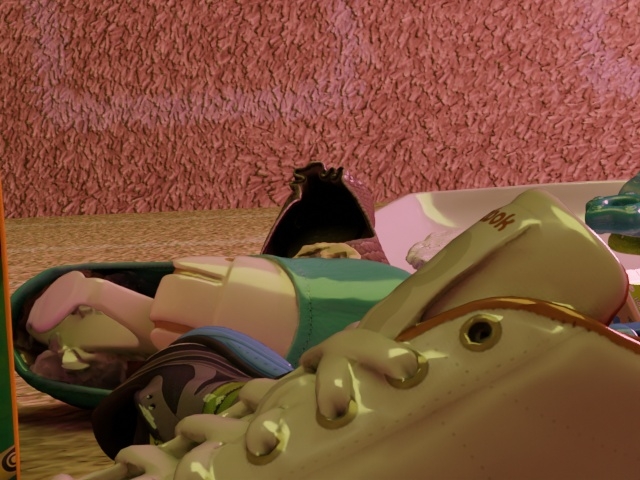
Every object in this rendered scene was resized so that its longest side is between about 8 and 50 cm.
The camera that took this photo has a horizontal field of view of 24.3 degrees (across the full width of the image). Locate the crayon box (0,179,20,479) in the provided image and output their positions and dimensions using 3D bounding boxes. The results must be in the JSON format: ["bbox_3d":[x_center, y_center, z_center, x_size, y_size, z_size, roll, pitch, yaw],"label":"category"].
[{"bbox_3d":[-0.179,0.017,0.633,0.081,0.165,0.278,-5,4,-14],"label":"crayon box"}]

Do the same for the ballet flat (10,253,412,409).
[{"bbox_3d":[-0.064,0.044,0.686,0.247,0.083,0.087,-6,-23,41],"label":"ballet flat"}]

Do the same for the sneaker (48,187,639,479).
[{"bbox_3d":[0.006,0.051,0.352,0.290,0.123,0.106,-5,6,-9],"label":"sneaker"}]

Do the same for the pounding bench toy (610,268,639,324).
[{"bbox_3d":[0.131,0.062,0.605,0.052,0.083,0.065,-4,-28,-40],"label":"pounding bench toy"}]

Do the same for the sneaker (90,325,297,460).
[{"bbox_3d":[-0.023,0.076,0.521,0.078,0.067,0.188,-30,19,-27],"label":"sneaker"}]

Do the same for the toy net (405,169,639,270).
[{"bbox_3d":[0.148,0.003,0.765,0.232,0.045,0.122,-17,18,-36],"label":"toy net"}]

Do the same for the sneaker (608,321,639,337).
[{"bbox_3d":[0.096,0.041,0.428,0.209,0.069,0.082,5,-42,-12],"label":"sneaker"}]

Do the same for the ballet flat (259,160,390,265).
[{"bbox_3d":[0.000,0.000,0.822,0.084,0.058,0.250,-9,13,6],"label":"ballet flat"}]

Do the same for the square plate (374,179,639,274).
[{"bbox_3d":[0.154,0.019,0.900,0.347,0.049,0.344,-1,13,25],"label":"square plate"}]

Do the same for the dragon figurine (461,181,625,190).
[{"bbox_3d":[0.224,-0.002,1.100,0.289,0.085,0.144,0,4,40],"label":"dragon figurine"}]
